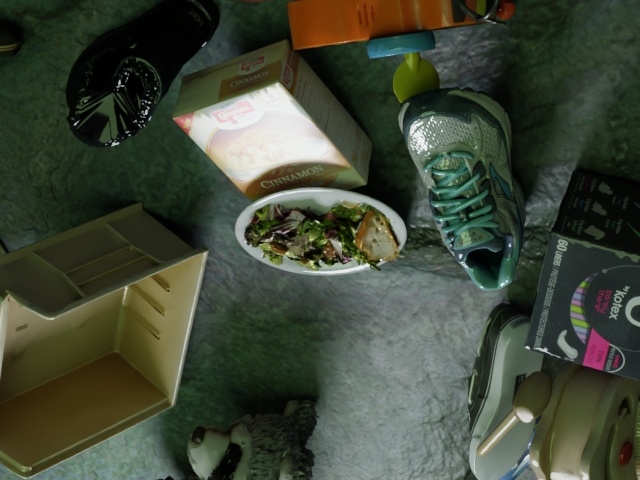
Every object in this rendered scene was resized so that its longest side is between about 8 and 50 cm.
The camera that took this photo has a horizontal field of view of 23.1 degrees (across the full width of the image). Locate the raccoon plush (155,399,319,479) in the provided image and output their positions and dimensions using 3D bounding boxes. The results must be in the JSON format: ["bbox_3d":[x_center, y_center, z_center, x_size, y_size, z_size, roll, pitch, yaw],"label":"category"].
[{"bbox_3d":[-0.042,0.386,2.095,0.299,0.216,0.446,-34,135,20],"label":"raccoon plush"}]

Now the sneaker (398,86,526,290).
[{"bbox_3d":[0.163,-0.050,1.660,0.110,0.122,0.283,-12,142,18],"label":"sneaker"}]

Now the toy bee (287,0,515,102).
[{"bbox_3d":[0.115,-0.230,1.615,0.298,0.162,0.195,27,118,42],"label":"toy bee"}]

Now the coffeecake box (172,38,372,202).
[{"bbox_3d":[-0.051,-0.123,1.749,0.142,0.068,0.185,-16,136,29],"label":"coffeecake box"}]

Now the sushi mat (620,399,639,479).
[{"bbox_3d":[0.505,0.266,1.858,0.316,0.019,0.151,6,122,17],"label":"sushi mat"}]

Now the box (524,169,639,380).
[{"bbox_3d":[0.376,0.054,1.692,0.270,0.143,0.165,14,126,11],"label":"box"}]

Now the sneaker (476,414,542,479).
[{"bbox_3d":[0.231,0.259,1.939,0.059,0.053,0.144,37,119,-3],"label":"sneaker"}]

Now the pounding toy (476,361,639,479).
[{"bbox_3d":[0.285,0.220,1.840,0.154,0.154,0.269,12,142,32],"label":"pounding toy"}]

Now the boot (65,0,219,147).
[{"bbox_3d":[-0.234,-0.168,1.741,0.246,0.207,0.094,-32,106,34],"label":"boot"}]

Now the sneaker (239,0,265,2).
[{"bbox_3d":[-0.163,-0.295,1.676,0.313,0.136,0.116,10,125,15],"label":"sneaker"}]

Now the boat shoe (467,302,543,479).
[{"bbox_3d":[0.214,0.181,1.868,0.077,0.070,0.219,-1,114,-29],"label":"boat shoe"}]

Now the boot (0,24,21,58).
[{"bbox_3d":[-0.443,-0.293,1.832,0.197,0.077,0.137,11,109,-2],"label":"boot"}]

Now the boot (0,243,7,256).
[{"bbox_3d":[-0.468,0.100,2.005,0.095,0.203,0.262,-15,115,28],"label":"boot"}]

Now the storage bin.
[{"bbox_3d":[-0.291,0.121,1.909,0.123,0.260,0.262,38,132,27],"label":"storage bin"}]

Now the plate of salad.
[{"bbox_3d":[0.000,0.000,1.815,0.199,0.048,0.200,2,151,1],"label":"plate of salad"}]
